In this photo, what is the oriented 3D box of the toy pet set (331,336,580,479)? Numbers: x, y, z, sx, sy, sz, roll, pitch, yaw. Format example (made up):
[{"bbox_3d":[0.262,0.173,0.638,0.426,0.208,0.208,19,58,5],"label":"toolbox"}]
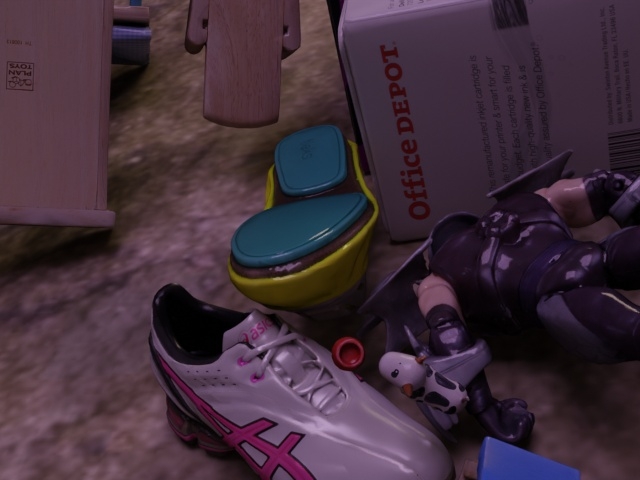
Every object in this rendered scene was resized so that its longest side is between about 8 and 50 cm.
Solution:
[{"bbox_3d":[0.040,0.112,0.456,0.114,0.065,0.122,21,81,-2],"label":"toy pet set"}]

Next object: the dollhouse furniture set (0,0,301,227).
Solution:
[{"bbox_3d":[-0.184,-0.109,0.897,0.286,0.198,0.303,2,0,-11],"label":"dollhouse furniture set"}]

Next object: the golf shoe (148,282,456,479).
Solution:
[{"bbox_3d":[-0.019,0.078,0.545,0.186,0.086,0.067,18,45,37],"label":"golf shoe"}]

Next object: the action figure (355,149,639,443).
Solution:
[{"bbox_3d":[0.131,0.026,0.534,0.185,0.099,0.285,-47,22,-17],"label":"action figure"}]

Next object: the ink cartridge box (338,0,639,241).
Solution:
[{"bbox_3d":[0.133,-0.098,0.668,0.219,0.160,0.093,-7,37,11],"label":"ink cartridge box"}]

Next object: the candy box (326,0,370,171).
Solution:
[{"bbox_3d":[0.048,-0.180,0.820,0.071,0.159,0.233,-9,35,7],"label":"candy box"}]

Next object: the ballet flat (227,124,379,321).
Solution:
[{"bbox_3d":[0.000,0.000,0.629,0.077,0.077,0.231,-12,20,8],"label":"ballet flat"}]
